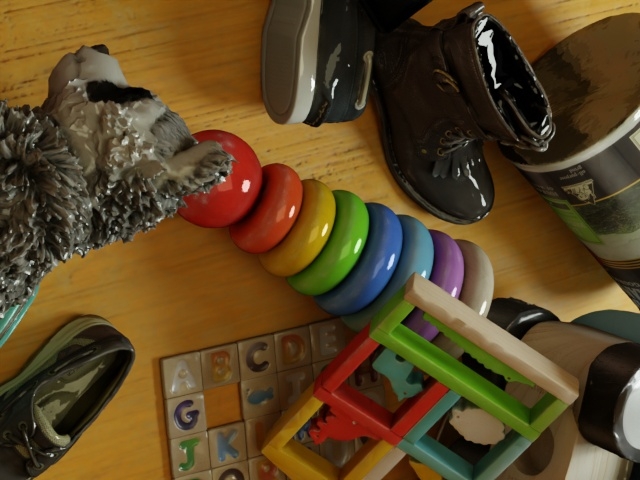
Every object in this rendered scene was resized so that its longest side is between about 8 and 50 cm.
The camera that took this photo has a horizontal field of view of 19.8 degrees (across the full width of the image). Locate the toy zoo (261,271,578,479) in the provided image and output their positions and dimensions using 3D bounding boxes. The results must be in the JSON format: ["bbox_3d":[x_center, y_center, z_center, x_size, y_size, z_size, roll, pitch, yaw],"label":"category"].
[{"bbox_3d":[0.078,0.180,1.732,0.192,0.030,0.293,34,121,-13],"label":"toy zoo"}]

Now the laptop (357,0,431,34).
[{"bbox_3d":[0.087,-0.477,1.629,0.382,0.236,0.408,55,29,-35],"label":"laptop"}]

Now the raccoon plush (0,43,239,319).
[{"bbox_3d":[-0.260,0.046,1.502,0.299,0.216,0.446,16,93,-27],"label":"raccoon plush"}]

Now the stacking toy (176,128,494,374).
[{"bbox_3d":[0.000,0.000,1.706,0.330,0.141,0.141,29,85,-27],"label":"stacking toy"}]

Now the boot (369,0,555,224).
[{"bbox_3d":[0.139,-0.107,1.701,0.091,0.229,0.263,-40,116,-18],"label":"boot"}]

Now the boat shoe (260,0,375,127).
[{"bbox_3d":[0.010,-0.253,1.674,0.091,0.114,0.302,-2,113,-29],"label":"boat shoe"}]

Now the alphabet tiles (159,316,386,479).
[{"bbox_3d":[-0.039,0.184,1.787,0.237,0.009,0.198,-12,105,-27],"label":"alphabet tiles"}]

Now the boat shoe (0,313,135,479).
[{"bbox_3d":[-0.251,0.160,1.621,0.223,0.073,0.080,-48,119,-14],"label":"boat shoe"}]

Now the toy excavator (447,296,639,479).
[{"bbox_3d":[0.337,0.294,1.889,0.445,0.222,0.432,9,97,-40],"label":"toy excavator"}]

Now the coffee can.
[{"bbox_3d":[0.335,-0.063,1.840,0.201,0.201,0.275,-50,119,-12],"label":"coffee can"}]

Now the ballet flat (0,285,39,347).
[{"bbox_3d":[-0.335,0.115,1.564,0.087,0.083,0.247,33,81,-16],"label":"ballet flat"}]

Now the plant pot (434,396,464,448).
[{"bbox_3d":[0.207,0.226,1.923,0.236,0.032,0.236,-7,104,-29],"label":"plant pot"}]
